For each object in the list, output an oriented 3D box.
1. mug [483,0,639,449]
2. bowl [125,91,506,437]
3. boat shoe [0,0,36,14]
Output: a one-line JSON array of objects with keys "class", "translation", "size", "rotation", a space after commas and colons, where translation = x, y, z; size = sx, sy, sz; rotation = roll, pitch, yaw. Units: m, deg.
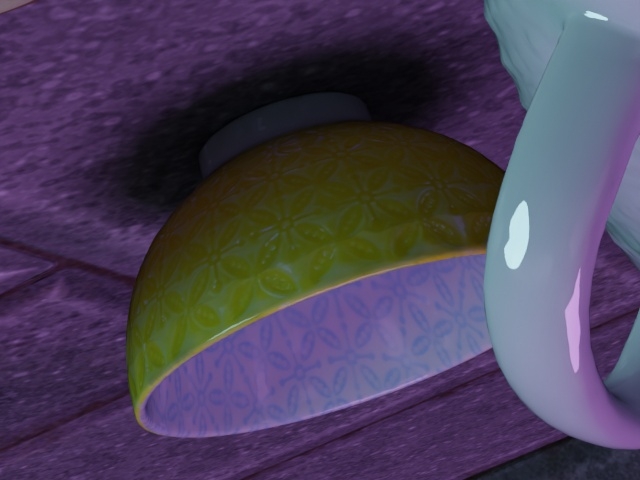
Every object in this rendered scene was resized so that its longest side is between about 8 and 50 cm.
[{"class": "mug", "translation": [0.180, -0.088, 0.822], "size": [0.276, 0.374, 0.328], "rotation": [21, 168, 31]}, {"class": "bowl", "translation": [0.000, 0.000, 1.238], "size": [0.289, 0.156, 0.289], "rotation": [-17, 162, -6]}, {"class": "boat shoe", "translation": [-0.066, -0.180, 0.715], "size": [0.342, 0.123, 0.123], "rotation": [-19, 164, 20]}]
